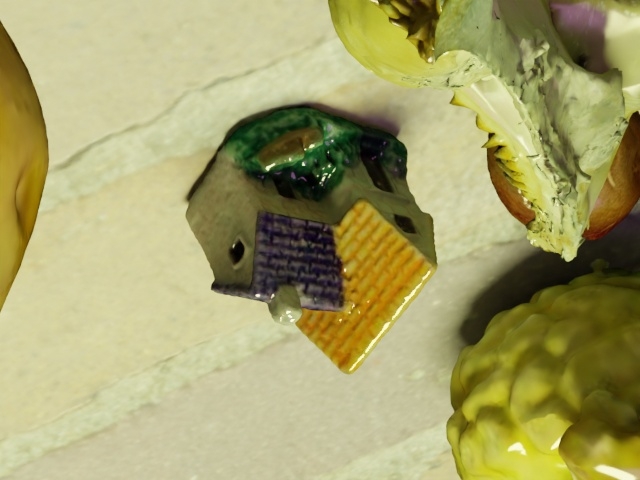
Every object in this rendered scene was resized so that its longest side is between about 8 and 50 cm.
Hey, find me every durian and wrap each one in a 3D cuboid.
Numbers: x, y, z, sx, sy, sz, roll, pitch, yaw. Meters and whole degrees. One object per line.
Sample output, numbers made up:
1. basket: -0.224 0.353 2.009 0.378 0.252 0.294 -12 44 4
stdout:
1. durian: 0.095 -0.099 0.751 0.172 0.166 0.306 -24 152 4

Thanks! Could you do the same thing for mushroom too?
1. mushroom: 0.137 -0.033 0.926 0.088 0.072 0.129 -49 149 -18

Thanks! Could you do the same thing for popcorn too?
1. popcorn: 0.188 0.130 1.018 0.205 0.237 0.251 -23 -177 16

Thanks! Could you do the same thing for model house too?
1. model house: 0.000 0.000 0.866 0.100 0.100 0.088 13 129 -37

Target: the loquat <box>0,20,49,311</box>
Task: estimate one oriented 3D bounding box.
1. loquat: -0.225 -0.035 0.620 0.243 0.244 0.244 -15 141 -12
